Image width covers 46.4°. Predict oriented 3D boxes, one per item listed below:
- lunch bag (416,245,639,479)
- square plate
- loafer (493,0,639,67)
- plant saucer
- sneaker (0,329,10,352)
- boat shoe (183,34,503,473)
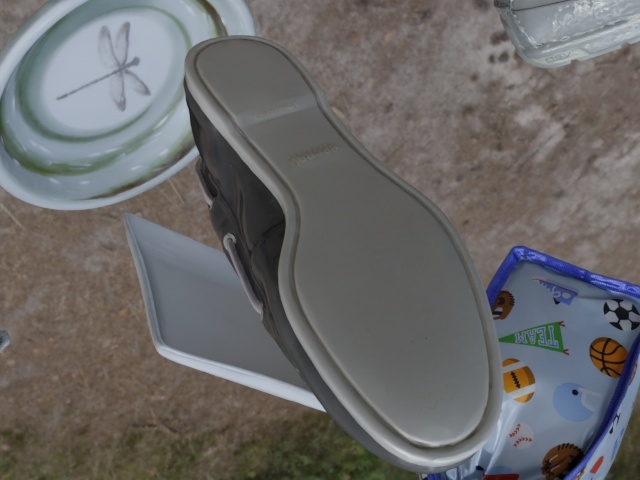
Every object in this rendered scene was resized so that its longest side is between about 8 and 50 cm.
[{"bbox_3d":[0.243,0.258,0.949,0.385,0.239,0.327,-55,151,-31],"label":"lunch bag"},{"bbox_3d":[-0.130,0.116,1.114,0.347,0.344,0.049,27,106,-33],"label":"square plate"},{"bbox_3d":[0.267,-0.219,0.495,0.320,0.112,0.111,-18,119,28],"label":"loafer"},{"bbox_3d":[-0.276,-0.215,1.004,0.401,0.100,0.400,-34,156,-17],"label":"plant saucer"},{"bbox_3d":[-0.438,0.112,0.848,0.084,0.069,0.185,-33,163,5],"label":"sneaker"},{"bbox_3d":[0.000,0.000,0.457,0.112,0.335,0.095,-16,142,-19],"label":"boat shoe"}]
